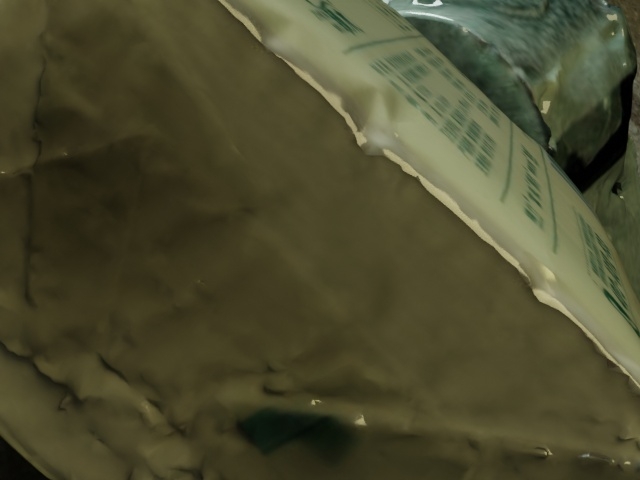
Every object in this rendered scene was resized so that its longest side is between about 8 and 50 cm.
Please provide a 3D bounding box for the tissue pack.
[{"bbox_3d":[0.000,0.000,0.506,0.297,0.207,0.380,44,16,2],"label":"tissue pack"}]

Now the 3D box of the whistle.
[{"bbox_3d":[0.169,-0.058,0.761,0.405,0.188,0.168,48,46,1],"label":"whistle"}]
